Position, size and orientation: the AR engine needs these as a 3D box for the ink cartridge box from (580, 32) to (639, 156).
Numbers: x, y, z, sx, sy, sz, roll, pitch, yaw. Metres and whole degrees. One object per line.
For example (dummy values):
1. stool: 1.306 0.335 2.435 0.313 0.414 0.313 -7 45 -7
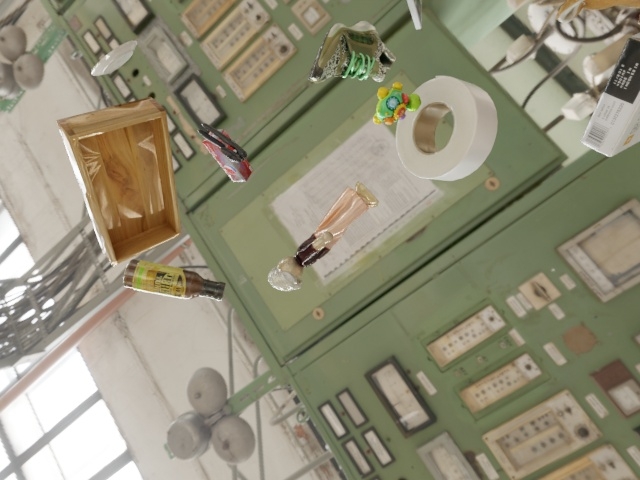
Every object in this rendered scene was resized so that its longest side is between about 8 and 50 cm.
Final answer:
1. ink cartridge box: 0.602 -0.281 0.662 0.069 0.371 0.175 53 159 39

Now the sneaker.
1. sneaker: 0.118 -0.556 1.245 0.182 0.158 0.410 37 -132 7

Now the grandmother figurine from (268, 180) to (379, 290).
1. grandmother figurine: 0.000 0.000 1.053 0.104 0.342 0.208 46 -178 13

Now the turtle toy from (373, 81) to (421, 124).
1. turtle toy: 0.191 -0.334 1.008 0.066 0.130 0.095 46 150 31

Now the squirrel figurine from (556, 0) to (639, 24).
1. squirrel figurine: 0.506 -0.540 0.677 0.398 0.280 0.370 19 -171 2

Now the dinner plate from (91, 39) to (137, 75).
1. dinner plate: -0.520 -0.460 1.037 0.017 0.141 0.141 50 -168 -22

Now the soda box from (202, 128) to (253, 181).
1. soda box: -0.429 -0.393 1.906 0.263 0.092 0.083 57 -132 -45

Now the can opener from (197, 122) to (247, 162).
1. can opener: -0.313 -0.315 1.305 0.186 0.059 0.073 42 179 8

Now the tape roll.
1. tape roll: 0.354 -0.317 1.173 0.100 0.286 0.286 -1 -134 -35

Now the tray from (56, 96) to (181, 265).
1. tray: -0.469 -0.130 1.003 0.203 0.410 0.076 -31 -120 -33

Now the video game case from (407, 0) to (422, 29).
1. video game case: 0.293 -0.786 1.263 0.190 0.022 0.173 1 -90 -68

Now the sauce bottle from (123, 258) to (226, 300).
1. sauce bottle: -0.517 0.150 1.466 0.345 0.111 0.111 11 -157 -9
